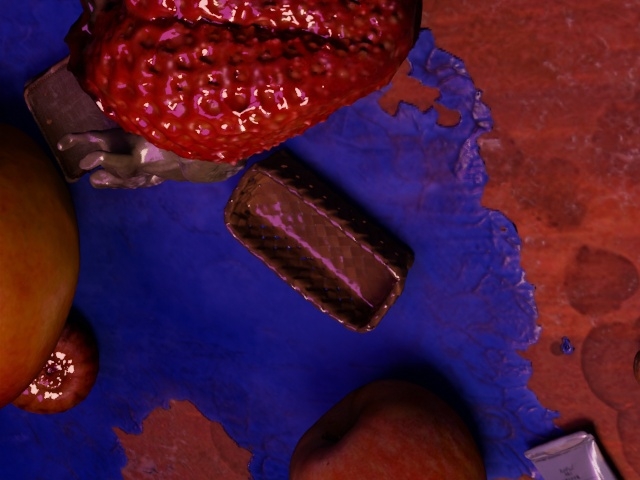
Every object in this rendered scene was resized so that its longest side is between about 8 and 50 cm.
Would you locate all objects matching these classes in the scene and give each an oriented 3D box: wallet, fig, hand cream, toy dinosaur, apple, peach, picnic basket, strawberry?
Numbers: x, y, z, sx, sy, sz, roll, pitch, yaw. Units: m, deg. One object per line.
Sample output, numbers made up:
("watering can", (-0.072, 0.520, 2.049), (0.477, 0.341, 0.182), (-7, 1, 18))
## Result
("wallet", (-0.216, -0.151, 1.332), (0.232, 0.031, 0.122), (-22, 99, 40))
("fig", (-0.321, 0.148, 1.548), (0.128, 0.150, 0.128), (-2, 84, 22))
("hand cream", (0.293, 0.297, 1.236), (0.256, 0.055, 0.088), (55, 141, -3))
("toy dinosaur", (-0.143, -0.093, 1.244), (0.294, 0.162, 0.077), (-1, 88, 40))
("apple", (0.069, 0.239, 1.270), (0.188, 0.188, 0.174), (-22, 113, 42))
("peach", (-0.396, 0.031, 1.372), (0.307, 0.307, 0.333), (-26, 68, 42))
("picnic basket", (0.000, 0.000, 1.255), (0.193, 0.055, 0.110), (40, 132, 8))
("strawberry", (-0.053, -0.188, 1.050), (0.288, 0.238, 0.250), (2, 98, 22))

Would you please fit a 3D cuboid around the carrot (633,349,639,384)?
("carrot", (0.356, 0.109, 1.078), (0.191, 0.047, 0.047), (-2, 116, 36))
